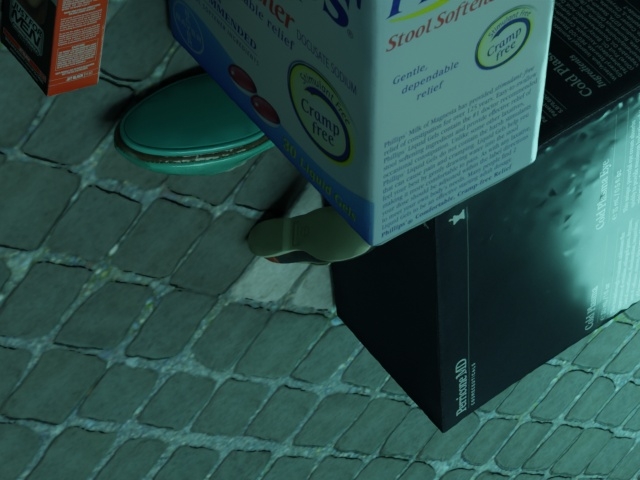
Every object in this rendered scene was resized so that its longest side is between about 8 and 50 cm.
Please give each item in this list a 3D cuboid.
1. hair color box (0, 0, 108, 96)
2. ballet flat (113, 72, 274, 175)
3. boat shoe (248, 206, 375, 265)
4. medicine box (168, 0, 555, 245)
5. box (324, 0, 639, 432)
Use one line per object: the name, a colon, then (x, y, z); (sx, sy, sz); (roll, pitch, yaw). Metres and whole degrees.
hair color box: (-0.175, -0.174, 1.172); (0.043, 0.072, 0.141); (-19, 140, -33)
ballet flat: (-0.048, -0.099, 1.391); (0.247, 0.083, 0.087); (-28, 154, -21)
boat shoe: (0.000, 0.000, 1.527); (0.043, 0.137, 0.049); (21, 70, -47)
medicine box: (0.018, -0.194, 1.175); (0.149, 0.263, 0.289); (-29, 145, -21)
box: (0.176, -0.050, 1.596); (0.312, 0.179, 0.343); (-32, 146, -19)
